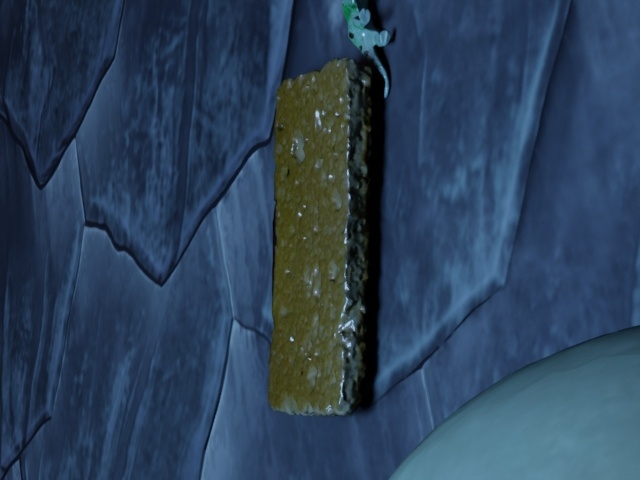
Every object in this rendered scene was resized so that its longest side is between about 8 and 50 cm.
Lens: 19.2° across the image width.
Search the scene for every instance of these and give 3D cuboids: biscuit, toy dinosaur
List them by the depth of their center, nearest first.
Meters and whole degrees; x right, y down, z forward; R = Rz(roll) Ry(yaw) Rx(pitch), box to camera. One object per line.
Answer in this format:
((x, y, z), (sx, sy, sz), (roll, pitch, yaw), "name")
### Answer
((0.026, -0.133, 1.228), (0.062, 0.021, 0.083), (-175, 81, -73), "toy dinosaur")
((0.000, 0.000, 1.243), (0.131, 0.025, 0.231), (172, 101, -66), "biscuit")

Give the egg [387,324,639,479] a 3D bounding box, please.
((0.140, 0.154, 0.675), (0.352, 0.258, 0.259), (-26, 62, 58), "egg")
